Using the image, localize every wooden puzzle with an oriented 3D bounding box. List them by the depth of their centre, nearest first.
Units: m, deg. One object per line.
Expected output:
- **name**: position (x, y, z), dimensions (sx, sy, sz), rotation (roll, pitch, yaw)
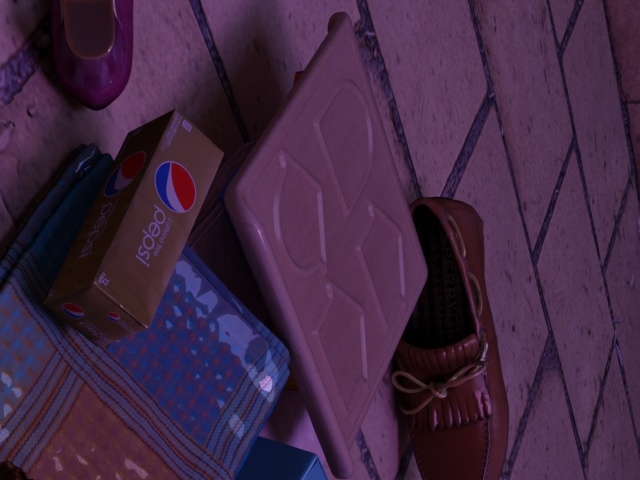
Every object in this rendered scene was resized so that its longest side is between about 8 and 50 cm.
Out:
- **wooden puzzle**: position (0.000, 0.000, 1.354), dimensions (0.348, 0.081, 0.322), rotation (-67, 145, -49)

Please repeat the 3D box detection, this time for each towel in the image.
- **towel**: position (-0.166, 0.133, 1.050), dimensions (0.271, 0.040, 0.370), rotation (50, 42, -22)
- **towel**: position (-0.077, 0.121, 1.330), dimensions (0.317, 0.053, 0.331), rotation (-54, 136, -50)

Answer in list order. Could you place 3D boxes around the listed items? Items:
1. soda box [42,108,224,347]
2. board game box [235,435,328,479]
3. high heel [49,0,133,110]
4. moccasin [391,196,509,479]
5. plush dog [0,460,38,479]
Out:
- **soda box**: position (-0.138, -0.011, 1.067), dimensions (0.058, 0.061, 0.181), rotation (43, 46, -28)
- **board game box**: position (-0.082, 0.376, 1.210), dimensions (0.336, 0.079, 0.253), rotation (-52, 137, -33)
- **high heel**: position (-0.177, -0.227, 1.116), dimensions (0.117, 0.082, 0.244), rotation (115, -31, -72)
- **moccasin**: position (0.153, 0.135, 1.722), dimensions (0.147, 0.139, 0.380), rotation (5, 85, -64)
- **plush dog**: position (-0.236, 0.237, 0.785), dimensions (0.210, 0.225, 0.262), rotation (53, 44, -52)
